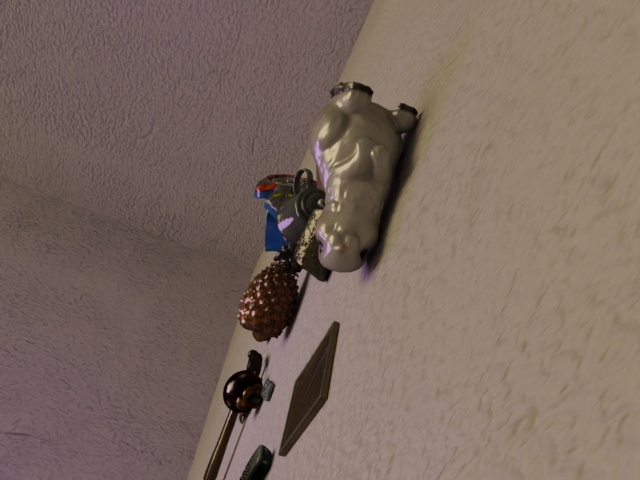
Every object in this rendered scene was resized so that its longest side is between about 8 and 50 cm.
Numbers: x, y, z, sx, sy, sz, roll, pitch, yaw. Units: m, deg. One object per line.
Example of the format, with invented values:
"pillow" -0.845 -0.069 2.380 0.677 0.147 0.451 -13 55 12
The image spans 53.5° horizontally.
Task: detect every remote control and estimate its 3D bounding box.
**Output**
"remote control" -0.162 0.552 1.464 0.072 0.042 0.222 -80 12 -55
"remote control" -0.151 0.423 1.802 0.124 0.017 0.053 155 135 -79

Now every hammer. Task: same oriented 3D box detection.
"hammer" -0.284 0.574 2.071 0.168 0.044 0.440 -177 108 -80

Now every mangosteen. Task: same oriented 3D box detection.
"mangosteen" -0.224 0.458 1.905 0.140 0.140 0.140 -159 90 -82

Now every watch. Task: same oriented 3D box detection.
"watch" -0.119 -0.073 2.248 0.305 0.241 0.275 -81 -3 -64

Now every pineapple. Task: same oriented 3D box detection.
"pineapple" -0.123 0.108 1.907 0.175 0.174 0.362 153 137 -78

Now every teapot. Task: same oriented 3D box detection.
"teapot" -0.027 -0.089 1.792 0.149 0.162 0.240 -40 60 57

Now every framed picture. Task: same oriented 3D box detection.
"framed picture" -0.024 0.300 1.277 0.184 0.016 0.250 -77 12 -47

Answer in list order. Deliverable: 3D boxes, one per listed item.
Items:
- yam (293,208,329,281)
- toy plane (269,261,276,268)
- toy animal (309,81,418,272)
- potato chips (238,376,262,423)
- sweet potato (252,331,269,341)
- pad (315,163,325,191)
"yam" 0.000 0.000 1.586 0.107 0.107 0.183 -125 57 -80
"toy plane" -0.161 0.094 2.613 0.135 0.062 0.188 -66 -5 22
"toy animal" 0.057 -0.111 1.245 0.257 0.193 0.358 168 115 -69
"potato chips" -0.237 0.529 2.094 0.142 0.026 0.209 -95 28 -71
"sweet potato" -0.210 0.318 2.333 0.081 0.062 0.233 -52 7 9
"pad" 0.008 -0.187 1.920 0.176 0.002 0.267 -163 70 -75
